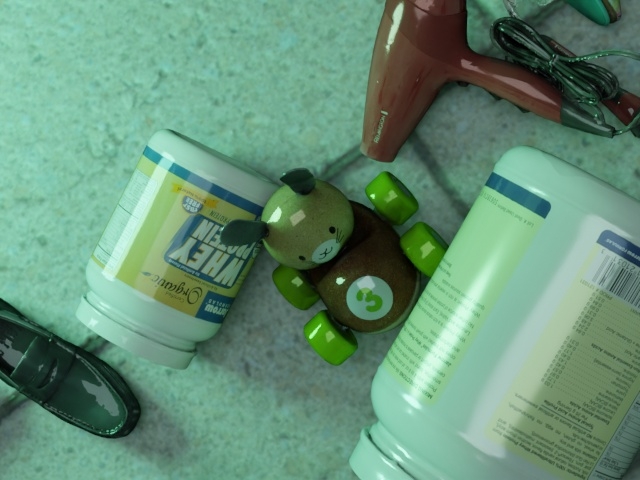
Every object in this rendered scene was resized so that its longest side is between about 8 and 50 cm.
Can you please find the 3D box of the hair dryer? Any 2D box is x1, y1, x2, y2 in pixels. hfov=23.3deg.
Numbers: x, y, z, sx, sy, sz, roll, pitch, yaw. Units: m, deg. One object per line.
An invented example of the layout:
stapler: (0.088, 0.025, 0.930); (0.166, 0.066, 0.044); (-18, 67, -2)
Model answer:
hair dryer: (0.146, -0.158, 1.444); (0.293, 0.080, 0.224); (-27, 86, 30)

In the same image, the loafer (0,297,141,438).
loafer: (-0.281, 0.128, 1.559); (0.223, 0.078, 0.076); (33, 95, 12)

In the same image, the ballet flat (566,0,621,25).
ballet flat: (0.212, -0.296, 1.475); (0.221, 0.077, 0.079); (39, 77, 12)

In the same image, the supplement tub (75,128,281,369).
supplement tub: (-0.137, 0.008, 1.498); (0.144, 0.144, 0.200); (28, 94, 12)

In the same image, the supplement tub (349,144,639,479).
supplement tub: (0.190, 0.105, 1.372); (0.235, 0.235, 0.325); (31, 94, 12)

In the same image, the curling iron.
curling iron: (0.288, -0.107, 1.462); (0.274, 0.035, 0.068); (34, 99, 13)

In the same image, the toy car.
toy car: (0.000, 0.000, 1.429); (0.155, 0.188, 0.149); (-43, 49, 13)
